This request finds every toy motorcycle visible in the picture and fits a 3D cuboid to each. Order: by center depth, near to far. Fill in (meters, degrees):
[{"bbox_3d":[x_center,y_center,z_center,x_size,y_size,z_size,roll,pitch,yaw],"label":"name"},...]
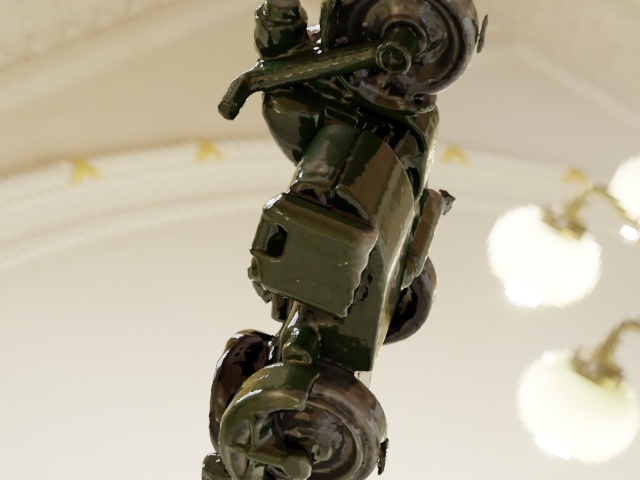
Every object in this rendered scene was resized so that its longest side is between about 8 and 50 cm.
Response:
[{"bbox_3d":[0.000,0.000,0.990,0.127,0.275,0.205,12,-143,11],"label":"toy motorcycle"}]
